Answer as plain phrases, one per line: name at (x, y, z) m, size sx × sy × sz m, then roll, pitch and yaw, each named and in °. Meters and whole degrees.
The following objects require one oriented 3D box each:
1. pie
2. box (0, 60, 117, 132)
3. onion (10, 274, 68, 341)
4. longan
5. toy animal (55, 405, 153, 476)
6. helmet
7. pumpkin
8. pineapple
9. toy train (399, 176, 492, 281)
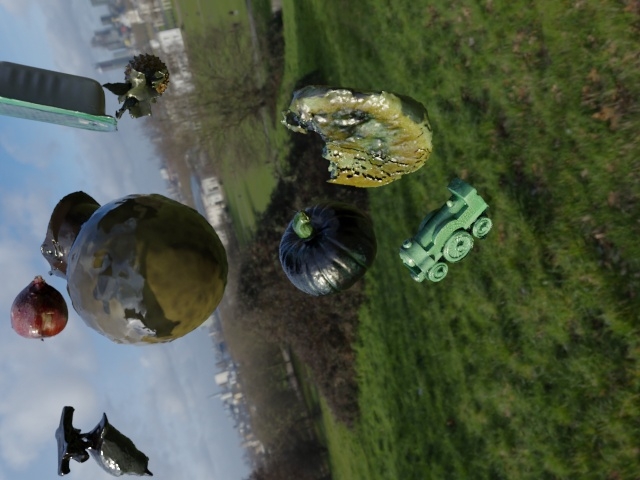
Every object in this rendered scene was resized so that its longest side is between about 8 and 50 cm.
pie at (0.097, -0.224, 1.275) m, size 0.371 × 0.296 × 0.078 m, roll 45°, pitch -135°, yaw -55°
box at (-0.662, -0.351, 1.420) m, size 0.264 × 0.336 × 0.106 m, roll -171°, pitch 88°, yaw -70°
onion at (-0.802, 0.186, 1.675) m, size 0.159 × 0.159 × 0.195 m, roll -134°, pitch 50°, yaw -65°
longan at (-0.426, 0.076, 1.463) m, size 0.391 × 0.390 × 0.392 m, roll 164°, pitch 90°, yaw -78°
toy animal at (-0.411, 0.398, 1.160) m, size 0.210 × 0.117 × 0.121 m, roll 30°, pitch -174°, yaw -37°
helmet at (-0.683, 0.015, 1.738) m, size 0.225 × 0.177 × 0.306 m, roll -57°, pitch -9°, yaw -42°
pumpkin at (0.000, 0.000, 1.426) m, size 0.248 × 0.247 × 0.248 m, roll 164°, pitch 90°, yaw -78°
pineapple at (-0.430, -0.368, 1.382) m, size 0.277 × 0.130 × 0.119 m, roll -109°, pitch 34°, yaw -63°
toy train at (0.206, -0.011, 0.977) m, size 0.104 × 0.178 × 0.071 m, roll 41°, pitch -177°, yaw -40°
